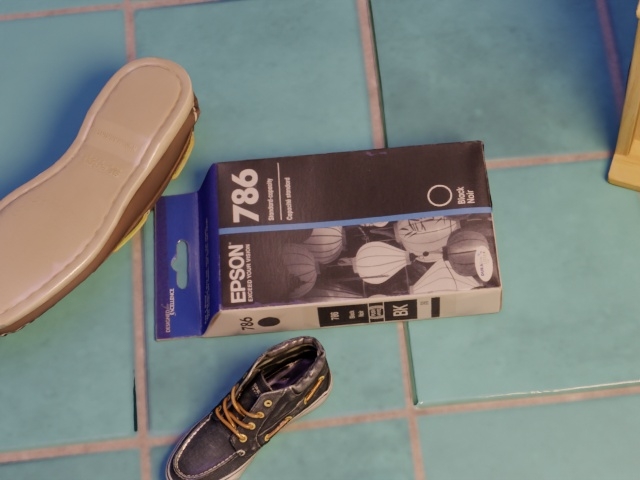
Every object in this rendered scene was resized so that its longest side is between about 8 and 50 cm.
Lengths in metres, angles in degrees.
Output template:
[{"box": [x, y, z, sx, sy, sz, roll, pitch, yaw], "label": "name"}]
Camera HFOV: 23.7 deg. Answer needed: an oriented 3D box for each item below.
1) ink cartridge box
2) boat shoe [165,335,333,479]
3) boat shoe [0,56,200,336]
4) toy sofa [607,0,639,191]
[{"box": [0.000, 0.000, 1.458, 0.333, 0.065, 0.165, -6, 63, 2], "label": "ink cartridge box"}, {"box": [-0.069, 0.154, 1.371, 0.183, 0.083, 0.065, -39, 66, -14], "label": "boat shoe"}, {"box": [-0.227, -0.030, 1.470, 0.117, 0.096, 0.324, 27, 68, 19], "label": "boat shoe"}, {"box": [0.355, -0.176, 1.353, 0.150, 0.362, 0.177, 14, 71, 12], "label": "toy sofa"}]
